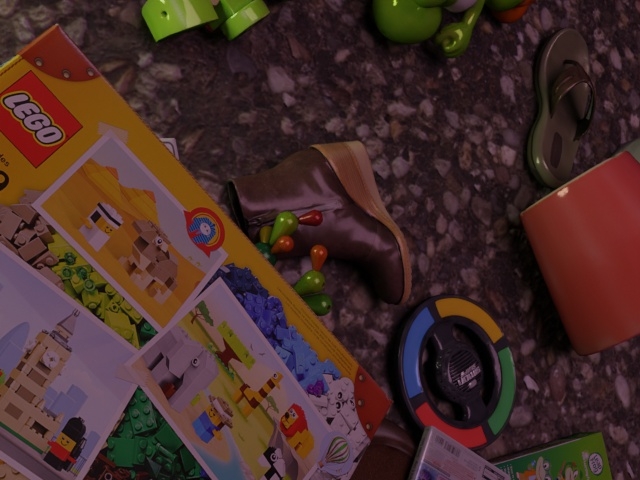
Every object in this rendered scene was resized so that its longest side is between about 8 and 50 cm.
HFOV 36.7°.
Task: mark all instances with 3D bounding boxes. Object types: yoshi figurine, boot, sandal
[{"bbox_3d":[0.199,-0.397,1.509,0.362,0.204,0.203,-26,134,-51],"label":"yoshi figurine"},{"bbox_3d":[0.000,0.000,1.298,0.207,0.090,0.248,-22,95,-23],"label":"boot"},{"bbox_3d":[0.427,-0.227,1.643,0.120,0.086,0.302,25,64,-28],"label":"sandal"}]

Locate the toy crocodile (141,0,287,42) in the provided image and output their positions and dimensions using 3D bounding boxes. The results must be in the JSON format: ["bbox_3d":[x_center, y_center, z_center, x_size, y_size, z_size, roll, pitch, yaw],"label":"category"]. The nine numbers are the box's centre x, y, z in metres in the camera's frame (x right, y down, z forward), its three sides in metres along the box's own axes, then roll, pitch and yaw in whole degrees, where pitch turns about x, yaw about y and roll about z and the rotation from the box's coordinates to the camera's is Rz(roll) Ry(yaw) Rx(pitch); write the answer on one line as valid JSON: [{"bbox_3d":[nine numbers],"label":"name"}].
[{"bbox_3d":[-0.098,-0.354,1.305,0.115,0.105,0.340,54,49,-11],"label":"toy crocodile"}]

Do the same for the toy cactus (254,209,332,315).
[{"bbox_3d":[-0.076,0.067,1.200,0.181,0.112,0.218,3,102,-11],"label":"toy cactus"}]

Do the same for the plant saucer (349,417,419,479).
[{"bbox_3d":[0.063,0.375,1.242,0.311,0.050,0.310,10,73,-34],"label":"plant saucer"}]

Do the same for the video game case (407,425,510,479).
[{"bbox_3d":[0.178,0.347,1.288,0.157,0.019,0.143,35,61,-23],"label":"video game case"}]

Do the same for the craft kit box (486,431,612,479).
[{"bbox_3d":[0.348,0.430,1.428,0.247,0.061,0.249,-5,81,-39],"label":"craft kit box"}]

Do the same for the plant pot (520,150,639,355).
[{"bbox_3d":[0.455,0.012,1.505,0.275,0.275,0.243,-27,82,-37],"label":"plant pot"}]

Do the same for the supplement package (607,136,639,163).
[{"bbox_3d":[0.588,-0.088,1.648,0.194,0.203,0.149,-43,103,-35],"label":"supplement package"}]

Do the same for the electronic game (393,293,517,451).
[{"bbox_3d":[0.197,0.189,1.388,0.229,0.048,0.229,11,71,-34],"label":"electronic game"}]

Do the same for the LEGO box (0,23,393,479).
[{"bbox_3d":[-0.219,0.123,0.884,0.500,0.193,0.372,49,49,-15],"label":"LEGO box"}]

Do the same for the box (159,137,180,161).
[{"bbox_3d":[-0.231,0.032,1.100,0.169,0.087,0.289,-5,80,-37],"label":"box"}]
